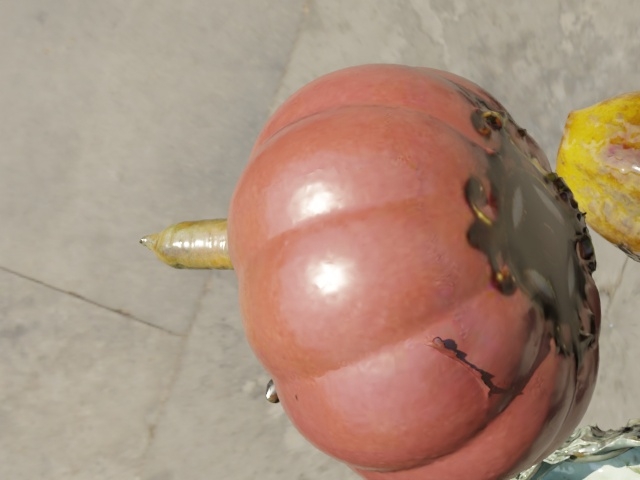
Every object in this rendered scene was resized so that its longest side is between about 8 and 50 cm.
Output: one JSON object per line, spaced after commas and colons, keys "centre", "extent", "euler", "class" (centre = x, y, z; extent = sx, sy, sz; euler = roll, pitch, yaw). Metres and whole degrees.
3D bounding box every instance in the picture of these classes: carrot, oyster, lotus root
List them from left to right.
{"centre": [0.000, 0.001, 1.150], "extent": [0.342, 0.070, 0.070], "euler": [0, 86, 23], "class": "carrot"}
{"centre": [0.286, 0.231, 1.367], "extent": [0.199, 0.252, 0.087], "euler": [2, 73, 6], "class": "oyster"}
{"centre": [0.388, -0.054, 1.409], "extent": [0.291, 0.193, 0.193], "euler": [18, 90, 4], "class": "lotus root"}

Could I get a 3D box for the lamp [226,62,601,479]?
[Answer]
{"centre": [0.034, 0.018, 0.545], "extent": [0.140, 0.182, 0.182], "euler": [-21, 82, 29], "class": "lamp"}
